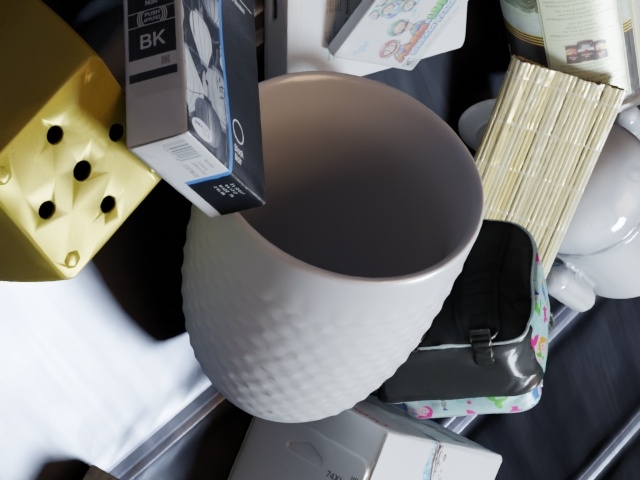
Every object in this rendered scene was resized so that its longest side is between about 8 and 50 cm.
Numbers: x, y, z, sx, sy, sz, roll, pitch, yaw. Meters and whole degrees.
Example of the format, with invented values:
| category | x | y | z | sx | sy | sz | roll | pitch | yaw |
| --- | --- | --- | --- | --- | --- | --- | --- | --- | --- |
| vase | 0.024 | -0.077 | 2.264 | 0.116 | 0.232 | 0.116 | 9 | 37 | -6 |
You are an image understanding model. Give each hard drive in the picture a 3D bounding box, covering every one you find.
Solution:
| category | x | y | z | sx | sy | sz | roll | pitch | yaw |
| --- | --- | --- | --- | --- | --- | --- | --- | --- | --- |
| hard drive | 0.060 | -0.293 | 1.553 | 0.308 | 0.040 | 0.203 | -22 | 123 | -42 |

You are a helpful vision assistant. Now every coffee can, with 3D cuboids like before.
| category | x | y | z | sx | sy | sz | roll | pitch | yaw |
| --- | --- | --- | --- | --- | --- | --- | --- | --- | --- |
| coffee can | 0.324 | -0.320 | 1.712 | 0.201 | 0.202 | 0.275 | -43 | 134 | -27 |

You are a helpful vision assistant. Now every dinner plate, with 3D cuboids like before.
| category | x | y | z | sx | sy | sz | roll | pitch | yaw |
| --- | --- | --- | --- | --- | --- | --- | --- | --- | --- |
| dinner plate | 0.249 | -0.138 | 1.767 | 0.141 | 0.141 | 0.017 | 48 | 45 | -48 |

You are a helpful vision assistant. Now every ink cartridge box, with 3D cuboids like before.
| category | x | y | z | sx | sy | sz | roll | pitch | yaw |
| --- | --- | --- | --- | --- | --- | --- | --- | --- | --- |
| ink cartridge box | 0.050 | 0.304 | 1.697 | 0.270 | 0.198 | 0.197 | 22 | 91 | -50 |
| ink cartridge box | -0.115 | -0.202 | 1.219 | 0.165 | 0.065 | 0.332 | 41 | 38 | -61 |

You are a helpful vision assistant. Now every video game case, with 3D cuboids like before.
| category | x | y | z | sx | sy | sz | roll | pitch | yaw |
| --- | --- | --- | --- | --- | --- | --- | --- | --- | --- |
| video game case | 0.100 | -0.258 | 1.511 | 0.143 | 0.019 | 0.157 | 1 | 137 | -49 |

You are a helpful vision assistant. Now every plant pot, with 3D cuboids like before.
| category | x | y | z | sx | sy | sz | roll | pitch | yaw |
| --- | --- | --- | --- | --- | --- | --- | --- | --- | --- |
| plant pot | -0.262 | -0.083 | 1.171 | 0.212 | 0.187 | 0.212 | -51 | 138 | -19 |

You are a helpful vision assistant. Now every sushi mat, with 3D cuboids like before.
| category | x | y | z | sx | sy | sz | roll | pitch | yaw |
| --- | --- | --- | --- | --- | --- | --- | --- | --- | --- |
| sushi mat | 0.269 | -0.083 | 1.756 | 0.019 | 0.151 | 0.316 | -83 | -172 | -55 |

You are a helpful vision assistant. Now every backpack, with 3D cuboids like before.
| category | x | y | z | sx | sy | sz | roll | pitch | yaw |
| --- | --- | --- | --- | --- | --- | --- | --- | --- | --- |
| backpack | 0.180 | 0.094 | 1.706 | 0.253 | 0.225 | 0.191 | -80 | 157 | -45 |

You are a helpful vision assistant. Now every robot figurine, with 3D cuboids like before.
| category | x | y | z | sx | sy | sz | roll | pitch | yaw |
| --- | --- | --- | --- | --- | --- | --- | --- | --- | --- |
| robot figurine | 0.401 | -0.043 | 1.930 | 0.353 | 0.200 | 0.299 | 38 | 70 | -50 |

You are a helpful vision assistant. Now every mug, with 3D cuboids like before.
| category | x | y | z | sx | sy | sz | roll | pitch | yaw |
| --- | --- | --- | --- | --- | --- | --- | --- | --- | --- |
| mug | 0.000 | 0.000 | 1.453 | 0.328 | 0.276 | 0.374 | 110 | -3 | -48 |

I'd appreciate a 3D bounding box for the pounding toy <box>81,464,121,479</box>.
| category | x | y | z | sx | sy | sz | roll | pitch | yaw |
| --- | --- | --- | --- | --- | --- | --- | --- | --- | --- |
| pounding toy | -0.193 | 0.329 | 1.513 | 0.181 | 0.094 | 0.206 | -58 | 140 | -11 |
